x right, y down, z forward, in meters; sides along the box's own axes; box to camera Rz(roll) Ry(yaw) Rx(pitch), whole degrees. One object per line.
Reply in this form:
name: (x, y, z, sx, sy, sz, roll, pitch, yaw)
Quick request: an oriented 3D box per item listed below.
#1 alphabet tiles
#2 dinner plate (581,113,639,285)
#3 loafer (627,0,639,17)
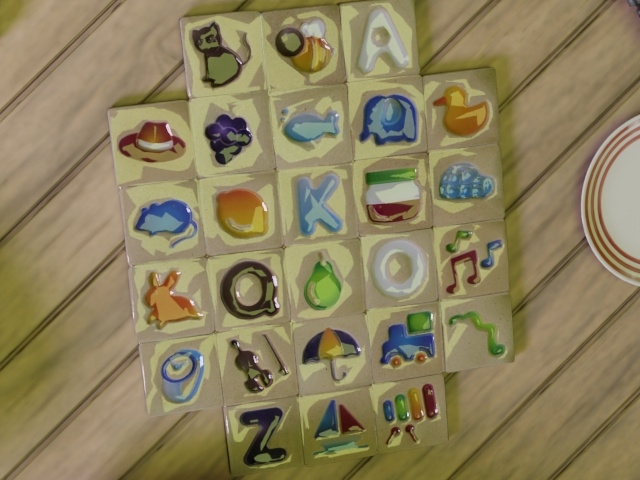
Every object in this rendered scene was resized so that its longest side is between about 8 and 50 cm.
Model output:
alphabet tiles: (0.000, 0.000, 0.984, 0.285, 0.011, 0.343, -8, 102, -10)
dinner plate: (0.265, -0.033, 1.031, 0.141, 0.017, 0.141, -2, 100, -12)
loafer: (0.285, -0.151, 0.977, 0.267, 0.096, 0.084, 36, 97, -18)
